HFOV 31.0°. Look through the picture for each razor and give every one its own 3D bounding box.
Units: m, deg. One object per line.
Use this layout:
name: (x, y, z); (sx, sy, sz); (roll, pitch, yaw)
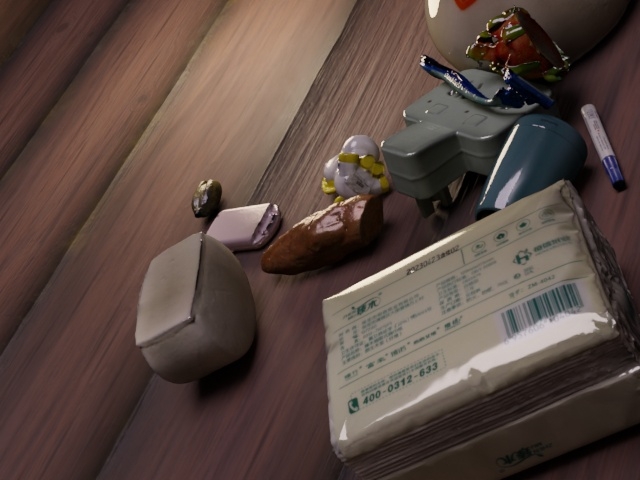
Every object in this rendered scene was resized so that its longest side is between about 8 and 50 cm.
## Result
razor: (0.239, -0.252, 1.850); (0.056, 0.093, 0.324); (-60, 31, 2)

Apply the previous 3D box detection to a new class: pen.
pen: (0.425, -0.142, 1.732); (0.025, 0.025, 0.204); (-27, 36, 18)

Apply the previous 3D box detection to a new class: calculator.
calculator: (-0.148, -0.022, 2.135); (0.175, 0.032, 0.100); (-6, 45, 40)

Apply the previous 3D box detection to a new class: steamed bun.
steamed bun: (-0.200, 0.123, 1.893); (0.146, 0.164, 0.241); (-27, 36, 21)
steamed bun: (0.345, -0.461, 1.997); (0.374, 0.241, 0.374); (-23, 37, 18)

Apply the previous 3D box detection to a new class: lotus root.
lotus root: (-0.224, -0.078, 2.260); (0.054, 0.049, 0.099); (-7, 44, 27)

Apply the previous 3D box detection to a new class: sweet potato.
sweet potato: (0.000, 0.000, 1.917); (0.252, 0.097, 0.097); (-27, 35, 25)

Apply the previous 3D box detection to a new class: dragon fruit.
dragon fruit: (0.317, -0.301, 1.821); (0.175, 0.138, 0.142); (-13, 40, 46)

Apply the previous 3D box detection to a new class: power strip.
power strip: (0.232, -0.153, 1.867); (0.261, 0.141, 0.229); (-35, 32, -21)

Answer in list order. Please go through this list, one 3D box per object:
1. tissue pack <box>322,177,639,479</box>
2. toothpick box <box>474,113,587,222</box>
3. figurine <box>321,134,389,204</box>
tissue pack: (0.205, 0.134, 1.449); (0.380, 0.207, 0.297); (-26, 37, 19)
toothpick box: (0.305, -0.085, 1.695); (0.120, 0.120, 0.184); (4, 55, 47)
figurine: (0.049, -0.120, 2.019); (0.129, 0.109, 0.178); (-53, 25, 20)
